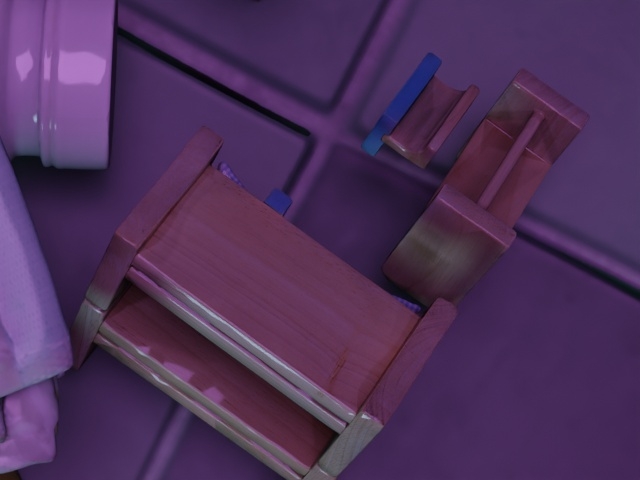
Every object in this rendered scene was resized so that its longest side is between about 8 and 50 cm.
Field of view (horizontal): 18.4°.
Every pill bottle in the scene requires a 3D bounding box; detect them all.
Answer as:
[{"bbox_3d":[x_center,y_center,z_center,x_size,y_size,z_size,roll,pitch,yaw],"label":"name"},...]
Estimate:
[{"bbox_3d":[-0.178,-0.074,0.842,0.180,0.108,0.108,3,83,-5],"label":"pill bottle"}]

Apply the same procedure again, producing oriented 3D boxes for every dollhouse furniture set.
[{"bbox_3d":[0.000,0.000,0.856,0.129,0.129,0.184,36,58,1],"label":"dollhouse furniture set"}]

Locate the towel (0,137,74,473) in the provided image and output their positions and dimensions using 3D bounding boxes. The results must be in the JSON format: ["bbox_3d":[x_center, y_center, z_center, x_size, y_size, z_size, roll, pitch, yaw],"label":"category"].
[{"bbox_3d":[-0.290,-0.051,0.735,0.320,0.090,0.374,-19,89,-4],"label":"towel"}]

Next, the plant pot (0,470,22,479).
[{"bbox_3d":[-0.191,0.126,0.824,0.134,0.095,0.134,1,83,-4],"label":"plant pot"}]
